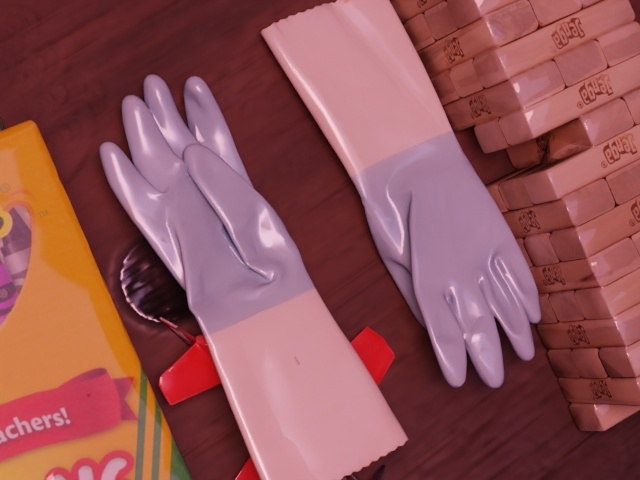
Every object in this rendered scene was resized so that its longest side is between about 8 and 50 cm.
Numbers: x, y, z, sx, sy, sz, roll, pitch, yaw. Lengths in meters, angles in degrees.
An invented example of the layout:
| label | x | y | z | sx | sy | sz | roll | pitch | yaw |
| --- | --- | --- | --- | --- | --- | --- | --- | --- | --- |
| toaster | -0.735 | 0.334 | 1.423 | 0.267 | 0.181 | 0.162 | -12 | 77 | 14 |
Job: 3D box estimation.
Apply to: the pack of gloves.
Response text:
| label | x | y | z | sx | sy | sz | roll | pitch | yaw |
| --- | --- | --- | --- | --- | --- | --- | --- | --- | --- |
| pack of gloves | 0.000 | 0.000 | 0.799 | 0.195 | 0.046 | 0.232 | -24 | 83 | -25 |

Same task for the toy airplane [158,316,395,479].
| label | x | y | z | sx | sy | sz | roll | pitch | yaw |
| --- | --- | --- | --- | --- | --- | --- | --- | --- | --- |
| toy airplane | -0.024 | 0.088 | 0.784 | 0.151 | 0.028 | 0.151 | 3 | 82 | -21 |

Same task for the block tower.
| label | x | y | z | sx | sy | sz | roll | pitch | yaw |
| --- | --- | --- | --- | --- | --- | --- | --- | --- | --- |
| block tower | 0.130 | -0.066 | 0.822 | 0.091 | 0.097 | 0.335 | -25 | 94 | -20 |

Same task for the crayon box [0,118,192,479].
| label | x | y | z | sx | sy | sz | roll | pitch | yaw |
| --- | --- | --- | --- | --- | --- | --- | --- | --- | --- |
| crayon box | -0.187 | 0.083 | 0.698 | 0.202 | 0.081 | 0.318 | -25 | 92 | -20 |
